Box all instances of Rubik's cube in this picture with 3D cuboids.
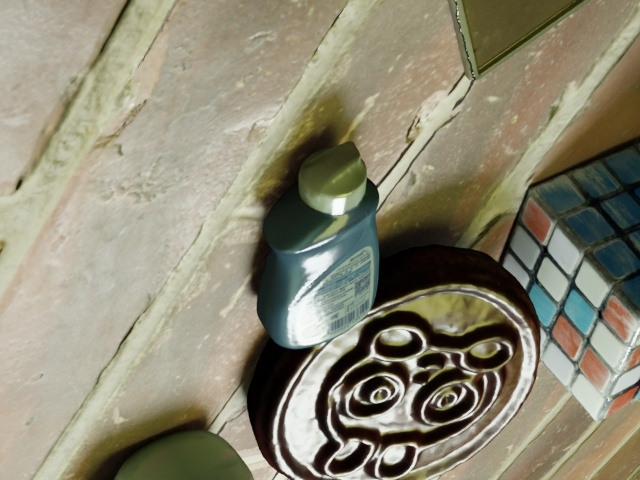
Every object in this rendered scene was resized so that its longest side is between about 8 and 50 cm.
[{"bbox_3d":[0.426,0.049,2.018,0.256,0.259,0.253,-23,151,-26],"label":"Rubik's cube"}]

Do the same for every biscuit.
[{"bbox_3d":[0.105,0.186,1.897,0.407,0.091,0.407,-14,134,-16],"label":"biscuit"}]

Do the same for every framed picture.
[{"bbox_3d":[0.220,-0.297,1.495,0.211,0.020,0.289,-36,153,-4],"label":"framed picture"}]

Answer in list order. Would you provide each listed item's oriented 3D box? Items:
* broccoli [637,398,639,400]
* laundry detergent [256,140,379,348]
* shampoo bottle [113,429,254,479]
[{"bbox_3d":[0.566,0.190,2.577,0.242,0.273,0.180,2,89,-39],"label":"broccoli"},{"bbox_3d":[0.000,0.000,1.620,0.143,0.094,0.290,-21,146,-19],"label":"laundry detergent"},{"bbox_3d":[-0.207,0.408,1.926,0.222,0.151,0.349,-26,150,-35],"label":"shampoo bottle"}]
